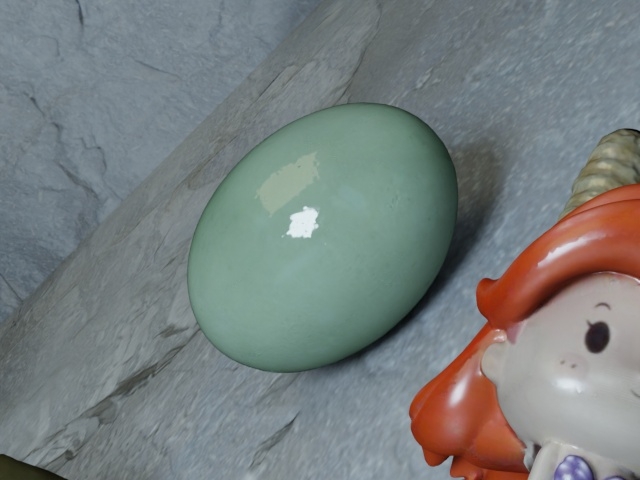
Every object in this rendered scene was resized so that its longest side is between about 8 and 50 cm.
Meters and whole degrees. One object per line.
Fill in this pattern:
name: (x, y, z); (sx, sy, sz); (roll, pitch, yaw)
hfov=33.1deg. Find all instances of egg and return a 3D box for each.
egg: (0.000, 0.000, 0.965); (0.283, 0.203, 0.203); (-47, 18, 21)

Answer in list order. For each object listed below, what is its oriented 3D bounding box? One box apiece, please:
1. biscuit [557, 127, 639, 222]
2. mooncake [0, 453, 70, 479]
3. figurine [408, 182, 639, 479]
biscuit: (0.188, 0.005, 0.756); (0.219, 0.055, 0.061); (-61, 2, -28)
mooncake: (-0.341, 0.373, 0.977); (0.378, 0.201, 0.378); (-40, 22, 20)
figurine: (0.114, 0.114, 0.514); (0.181, 0.208, 0.257); (7, 55, 31)
